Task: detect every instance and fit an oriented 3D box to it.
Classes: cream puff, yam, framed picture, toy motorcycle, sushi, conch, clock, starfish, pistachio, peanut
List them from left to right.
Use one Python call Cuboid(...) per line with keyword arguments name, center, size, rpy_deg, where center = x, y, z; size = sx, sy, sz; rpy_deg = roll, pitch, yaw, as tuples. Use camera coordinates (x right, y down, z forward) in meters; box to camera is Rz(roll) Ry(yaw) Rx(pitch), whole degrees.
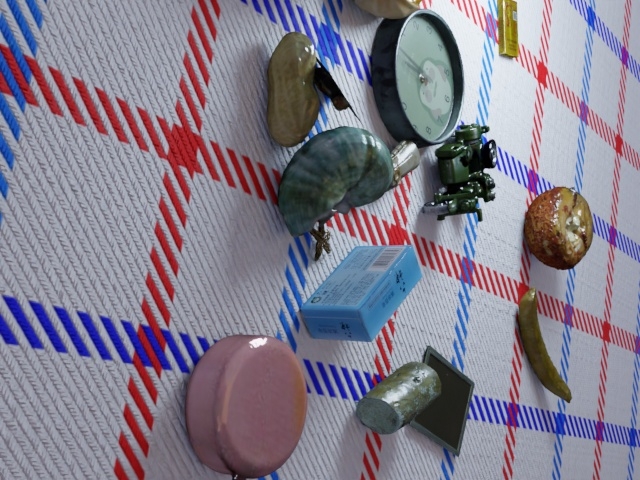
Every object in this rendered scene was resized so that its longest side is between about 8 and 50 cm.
Cuboid(name="peanut", center=(-0.051, -0.279, 1.635), size=(0.090, 0.099, 0.214), rpy_deg=(2, 85, -41))
Cuboid(name="starfish", center=(0.000, 0.000, 1.750), size=(0.091, 0.028, 0.078), rpy_deg=(56, 46, -41))
Cuboid(name="sushi", center=(0.013, -0.292, 1.701), size=(0.031, 0.201, 0.139), rpy_deg=(-34, 123, 4))
Cuboid(name="conch", center=(0.033, -0.122, 1.688), size=(0.195, 0.220, 0.277), rpy_deg=(28, 34, -9))
Cuboid(name="pistachio", center=(0.149, -0.545, 1.874), size=(0.229, 0.157, 0.157), rpy_deg=(-14, 100, -57))
Cuboid(name="yam", center=(0.165, 0.337, 1.890), size=(0.194, 0.107, 0.107), rpy_deg=(-25, 108, -49))
Cuboid(name="clock", center=(0.228, -0.369, 2.025), size=(0.319, 0.066, 0.318), rpy_deg=(1, 88, -51))
Cuboid(name="framed picture", center=(0.291, 0.387, 2.125), size=(0.252, 0.014, 0.197), rpy_deg=(41, 58, -44))
Cuboid(name="toy motorcycle", center=(0.340, -0.162, 2.115), size=(0.275, 0.127, 0.205), rpy_deg=(-30, 116, -52))
Cuboid(name="cream puff", center=(0.667, -0.038, 2.509), size=(0.240, 0.164, 0.240), rpy_deg=(1, 88, -37))

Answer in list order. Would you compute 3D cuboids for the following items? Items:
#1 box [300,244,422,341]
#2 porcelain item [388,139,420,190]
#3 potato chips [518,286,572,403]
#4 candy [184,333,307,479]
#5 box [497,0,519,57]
Cuboid(name="box", center=(0.084, 0.101, 1.761), size=(0.232, 0.143, 0.083), rpy_deg=(-48, 126, -42))
Cuboid(name="porcelain item", center=(0.144, -0.143, 1.917), size=(0.213, 0.054, 0.084), rpy_deg=(-42, 127, -44))
Cuboid(name="potato chips", center=(0.622, 0.311, 2.508), size=(0.407, 0.080, 0.057), rpy_deg=(65, 27, -25))
Cuboid(name="candy", center=(-0.126, 0.288, 1.523), size=(0.255, 0.094, 0.255), rpy_deg=(2, 87, -52))
Cuboid(name="box", center=(0.513, -0.582, 2.433), size=(0.089, 0.022, 0.156), rpy_deg=(-6, 93, -54))
